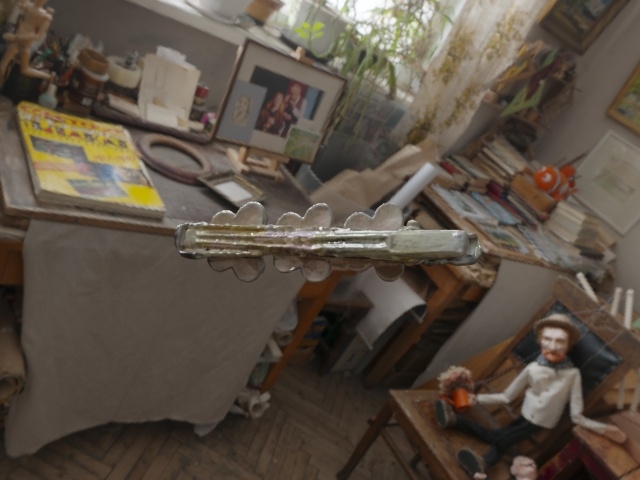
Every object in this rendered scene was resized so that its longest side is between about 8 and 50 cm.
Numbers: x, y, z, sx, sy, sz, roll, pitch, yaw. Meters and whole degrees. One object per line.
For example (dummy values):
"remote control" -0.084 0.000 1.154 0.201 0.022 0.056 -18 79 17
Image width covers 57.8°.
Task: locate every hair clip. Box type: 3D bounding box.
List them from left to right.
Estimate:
"hair clip" 0.002 0.001 0.408 0.214 0.062 0.056 1 -11 21
